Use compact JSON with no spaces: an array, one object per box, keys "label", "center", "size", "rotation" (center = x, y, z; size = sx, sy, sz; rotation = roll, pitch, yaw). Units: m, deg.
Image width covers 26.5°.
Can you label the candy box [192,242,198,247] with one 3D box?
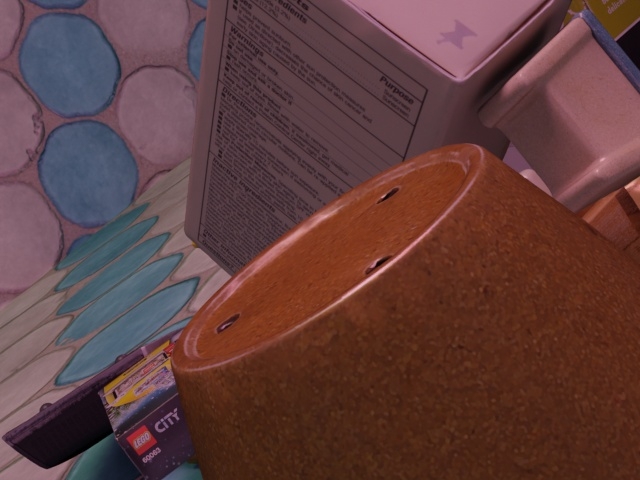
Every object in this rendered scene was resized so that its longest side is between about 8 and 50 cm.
[{"label":"candy box","center":[0.000,0.000,1.206],"size":[0.206,0.027,0.105],"rotation":[9,-17,-37]}]

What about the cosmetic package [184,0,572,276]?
[{"label":"cosmetic package","center":[0.019,-0.069,0.785],"size":[0.113,0.160,0.309],"rotation":[-42,-16,-29]}]

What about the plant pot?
[{"label":"plant pot","center":[0.070,0.104,0.449],"size":[0.237,0.254,0.237],"rotation":[-34,12,8]}]

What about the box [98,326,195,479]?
[{"label":"box","center":[-0.052,0.074,0.999],"size":[0.233,0.044,0.159],"rotation":[-37,13,-7]}]

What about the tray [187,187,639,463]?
[{"label":"tray","center":[0.044,0.078,1.012],"size":[0.203,0.076,0.411],"rotation":[-42,16,-30]}]

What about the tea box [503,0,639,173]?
[{"label":"tea box","center":[0.162,-0.208,1.164],"size":[0.220,0.323,0.329],"rotation":[-39,13,-33]}]

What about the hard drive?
[{"label":"hard drive","center":[-0.177,0.138,1.266],"size":[0.172,0.054,0.255],"rotation":[-33,-3,10]}]

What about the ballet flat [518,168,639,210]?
[{"label":"ballet flat","center":[0.186,-0.026,1.020],"size":[0.232,0.073,0.080],"rotation":[-24,18,40]}]

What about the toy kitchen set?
[{"label":"toy kitchen set","center":[0.139,-0.006,0.726],"size":[0.122,0.166,0.207],"rotation":[-35,-6,-33]}]
